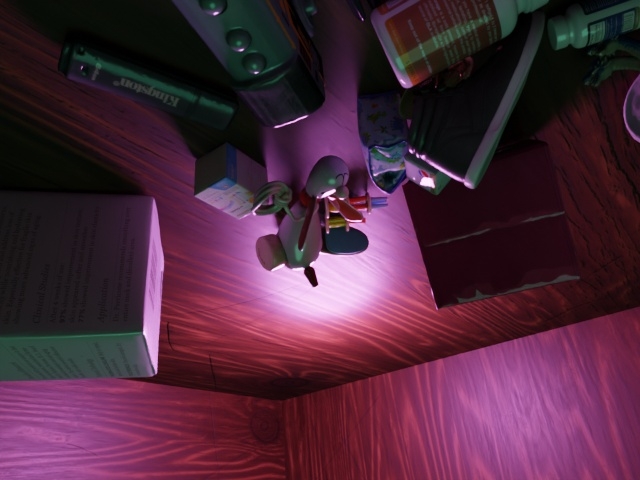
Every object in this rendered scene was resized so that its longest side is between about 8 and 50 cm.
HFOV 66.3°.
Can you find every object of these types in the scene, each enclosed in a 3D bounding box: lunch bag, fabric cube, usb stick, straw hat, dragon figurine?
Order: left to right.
[{"bbox_3d":[-0.266,-0.247,0.792,0.278,0.045,0.077,14,146,-32],"label":"usb stick"},{"bbox_3d":[0.120,-0.177,0.912,0.096,0.128,0.151,-7,151,2],"label":"lunch bag"},{"bbox_3d":[0.175,-0.274,0.816,0.144,0.061,0.144,-27,159,-11],"label":"straw hat"},{"bbox_3d":[0.329,-0.040,0.988,0.258,0.259,0.254,-15,-172,17],"label":"fabric cube"},{"bbox_3d":[0.568,-0.327,0.772,0.289,0.144,0.085,-32,145,6],"label":"dragon figurine"}]

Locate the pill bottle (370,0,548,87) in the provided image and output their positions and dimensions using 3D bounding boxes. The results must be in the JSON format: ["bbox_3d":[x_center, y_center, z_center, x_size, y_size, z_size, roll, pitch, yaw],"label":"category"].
[{"bbox_3d":[0.188,-0.313,0.675,0.216,0.121,0.121,-24,147,17],"label":"pill bottle"}]

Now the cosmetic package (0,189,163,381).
[{"bbox_3d":[-0.569,0.110,1.089,0.394,0.329,0.327,2,151,-13],"label":"cosmetic package"}]

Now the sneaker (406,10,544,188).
[{"bbox_3d":[0.233,-0.239,0.760,0.147,0.295,0.104,25,176,18],"label":"sneaker"}]

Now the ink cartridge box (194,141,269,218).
[{"bbox_3d":[-0.174,-0.115,1.005,0.092,0.090,0.143,-24,146,29],"label":"ink cartridge box"}]

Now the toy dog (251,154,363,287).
[{"bbox_3d":[-0.017,-0.014,1.055,0.220,0.161,0.333,-31,162,-18],"label":"toy dog"}]

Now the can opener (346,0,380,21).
[{"bbox_3d":[0.037,-0.358,0.642,0.059,0.073,0.186,-21,158,9],"label":"can opener"}]

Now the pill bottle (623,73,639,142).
[{"bbox_3d":[0.730,-0.234,0.892,0.302,0.169,0.169,5,149,-20],"label":"pill bottle"}]

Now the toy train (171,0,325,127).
[{"bbox_3d":[-0.093,-0.293,0.593,0.142,0.190,0.334,-16,150,16],"label":"toy train"}]

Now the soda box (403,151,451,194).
[{"bbox_3d":[0.239,-0.187,0.852,0.216,0.069,0.074,-48,153,-10],"label":"soda box"}]

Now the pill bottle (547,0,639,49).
[{"bbox_3d":[0.416,-0.335,0.747,0.120,0.067,0.067,-15,150,15],"label":"pill bottle"}]

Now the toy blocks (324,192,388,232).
[{"bbox_3d":[0.085,-0.067,1.183,0.148,0.054,0.123,-5,151,-2],"label":"toy blocks"}]

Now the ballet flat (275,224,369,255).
[{"bbox_3d":[0.000,0.000,1.281,0.248,0.086,0.086,4,150,-15],"label":"ballet flat"}]
